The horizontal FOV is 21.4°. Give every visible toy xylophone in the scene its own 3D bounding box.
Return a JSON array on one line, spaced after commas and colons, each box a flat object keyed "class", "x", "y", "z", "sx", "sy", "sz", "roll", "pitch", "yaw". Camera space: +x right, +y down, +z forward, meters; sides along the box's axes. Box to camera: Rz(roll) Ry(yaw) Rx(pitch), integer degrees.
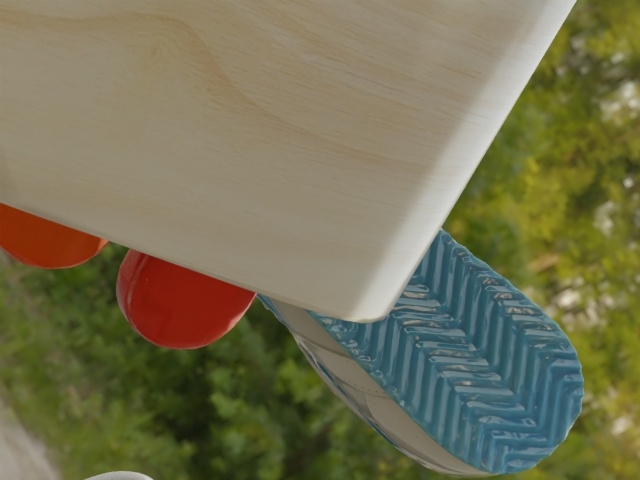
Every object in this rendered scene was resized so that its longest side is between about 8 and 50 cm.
[{"class": "toy xylophone", "x": -0.049, "y": -0.099, "z": 0.401, "sx": 0.323, "sy": 0.236, "sz": 0.081, "roll": 30, "pitch": 12, "yaw": -34}]

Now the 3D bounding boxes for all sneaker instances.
[{"class": "sneaker", "x": 0.000, "y": 0.000, "z": 0.649, "sx": 0.228, "sy": 0.087, "sz": 0.092, "roll": 52, "pitch": -16, "yaw": 5}]

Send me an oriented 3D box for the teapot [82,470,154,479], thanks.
[{"class": "teapot", "x": -0.096, "y": 0.267, "z": 1.116, "sx": 0.256, "sy": 0.187, "sz": 0.252, "roll": 50, "pitch": -24, "yaw": 2}]
